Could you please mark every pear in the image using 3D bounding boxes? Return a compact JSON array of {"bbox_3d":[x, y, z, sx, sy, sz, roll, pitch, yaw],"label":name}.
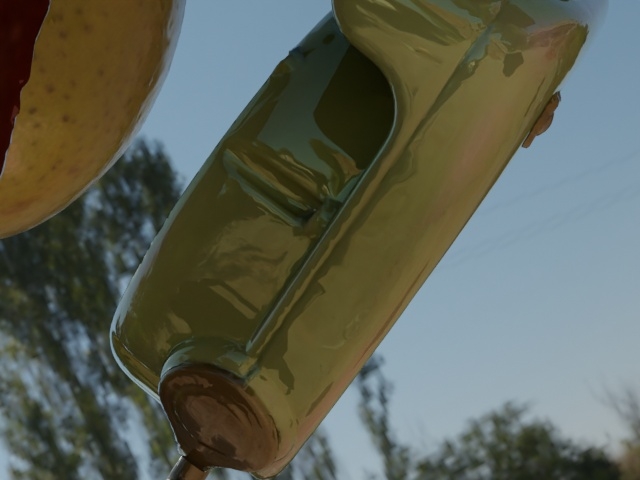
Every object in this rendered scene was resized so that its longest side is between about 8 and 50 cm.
[{"bbox_3d":[-0.302,-0.171,1.069,0.418,0.362,0.362,-31,-17,10],"label":"pear"}]

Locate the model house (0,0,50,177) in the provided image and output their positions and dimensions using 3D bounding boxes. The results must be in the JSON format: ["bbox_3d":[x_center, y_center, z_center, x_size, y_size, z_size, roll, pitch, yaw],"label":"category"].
[{"bbox_3d":[-0.191,-0.125,0.453,0.254,0.196,0.160,-68,-20,6],"label":"model house"}]

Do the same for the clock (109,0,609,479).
[{"bbox_3d":[0.000,0.000,0.596,0.308,0.096,0.235,-56,-3,20],"label":"clock"}]
